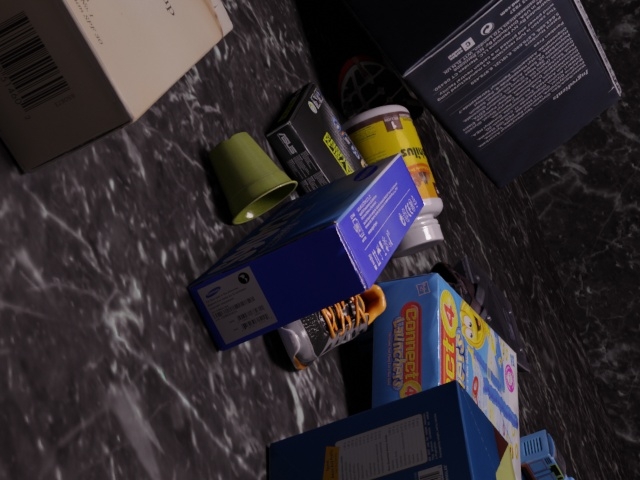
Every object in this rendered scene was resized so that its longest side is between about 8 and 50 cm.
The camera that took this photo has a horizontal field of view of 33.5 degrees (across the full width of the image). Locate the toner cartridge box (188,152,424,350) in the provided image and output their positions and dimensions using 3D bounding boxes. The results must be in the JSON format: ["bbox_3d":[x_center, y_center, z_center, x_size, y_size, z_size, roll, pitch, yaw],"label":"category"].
[{"bbox_3d":[0.000,0.000,1.138,0.075,0.165,0.348,65,19,-8],"label":"toner cartridge box"}]

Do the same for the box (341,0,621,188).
[{"bbox_3d":[0.221,-0.415,1.822,0.472,0.297,0.480,33,21,-56],"label":"box"}]

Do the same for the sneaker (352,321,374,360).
[{"bbox_3d":[0.058,0.111,1.346,0.144,0.053,0.059,57,27,-14],"label":"sneaker"}]

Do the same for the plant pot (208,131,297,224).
[{"bbox_3d":[-0.080,-0.072,1.150,0.079,0.083,0.083,58,18,8],"label":"plant pot"}]

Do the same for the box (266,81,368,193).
[{"bbox_3d":[0.010,-0.105,1.446,0.190,0.045,0.184,56,19,-15],"label":"box"}]

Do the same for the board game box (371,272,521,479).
[{"bbox_3d":[0.164,0.240,1.334,0.302,0.086,0.308,41,45,-53],"label":"board game box"}]

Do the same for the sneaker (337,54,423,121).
[{"bbox_3d":[0.078,-0.257,1.778,0.118,0.107,0.279,56,10,18],"label":"sneaker"}]

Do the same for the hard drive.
[{"bbox_3d":[0.315,0.148,1.988,0.255,0.054,0.172,40,33,-54],"label":"hard drive"}]

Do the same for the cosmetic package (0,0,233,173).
[{"bbox_3d":[-0.192,-0.194,0.918,0.160,0.113,0.309,61,21,-18],"label":"cosmetic package"}]

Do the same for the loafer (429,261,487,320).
[{"bbox_3d":[0.197,0.104,1.683,0.095,0.109,0.302,47,14,0],"label":"loafer"}]

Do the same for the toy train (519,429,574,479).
[{"bbox_3d":[0.365,0.402,1.760,0.184,0.105,0.080,58,21,-25],"label":"toy train"}]

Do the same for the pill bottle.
[{"bbox_3d":[0.111,-0.087,1.601,0.117,0.117,0.215,8,61,-68],"label":"pill bottle"}]

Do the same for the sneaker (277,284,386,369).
[{"bbox_3d":[0.010,0.084,1.196,0.084,0.083,0.215,69,20,-2],"label":"sneaker"}]

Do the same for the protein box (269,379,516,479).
[{"bbox_3d":[0.072,0.269,0.971,0.136,0.201,0.200,50,25,-41],"label":"protein box"}]
